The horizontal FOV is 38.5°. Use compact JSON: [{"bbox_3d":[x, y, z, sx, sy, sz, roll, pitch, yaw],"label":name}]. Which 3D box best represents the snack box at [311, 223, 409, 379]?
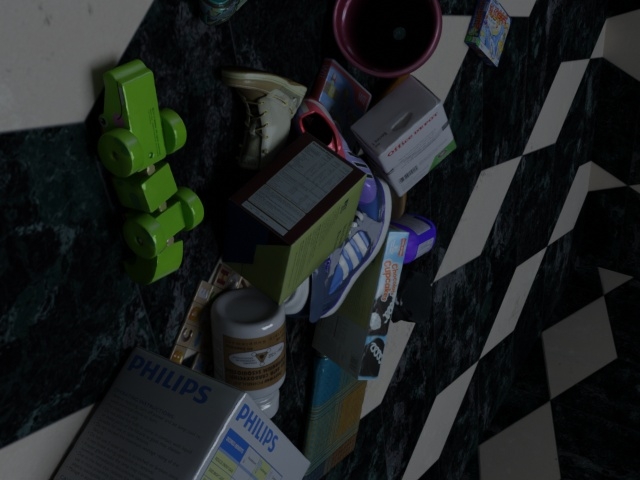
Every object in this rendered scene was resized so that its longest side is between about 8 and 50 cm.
[{"bbox_3d":[0.080,0.109,1.930,0.060,0.187,0.321,2,106,-34],"label":"snack box"}]

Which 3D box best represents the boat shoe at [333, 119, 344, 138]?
[{"bbox_3d":[0.029,-0.197,1.772,0.035,0.035,0.100,-85,164,-45],"label":"boat shoe"}]

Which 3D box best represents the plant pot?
[{"bbox_3d":[0.135,-0.406,1.743,0.180,0.202,0.201,-26,130,-76],"label":"plant pot"}]

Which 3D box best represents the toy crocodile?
[{"bbox_3d":[-0.252,-0.088,1.297,0.115,0.105,0.340,-43,137,-43],"label":"toy crocodile"}]

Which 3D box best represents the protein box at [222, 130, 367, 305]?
[{"bbox_3d":[-0.048,-0.037,1.567,0.201,0.136,0.199,-44,163,-30],"label":"protein box"}]

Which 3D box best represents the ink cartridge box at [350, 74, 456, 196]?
[{"bbox_3d":[0.165,-0.199,1.779,0.160,0.092,0.219,-41,156,-1],"label":"ink cartridge box"}]

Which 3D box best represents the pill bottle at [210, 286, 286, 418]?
[{"bbox_3d":[-0.127,0.211,1.642,0.131,0.131,0.229,-40,139,-47],"label":"pill bottle"}]

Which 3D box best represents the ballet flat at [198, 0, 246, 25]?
[{"bbox_3d":[-0.127,-0.388,1.395,0.188,0.070,0.070,-49,145,-36],"label":"ballet flat"}]

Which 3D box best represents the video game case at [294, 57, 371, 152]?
[{"bbox_3d":[0.010,-0.189,1.799,0.204,0.025,0.285,26,82,-63],"label":"video game case"}]

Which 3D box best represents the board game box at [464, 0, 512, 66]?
[{"bbox_3d":[0.438,-0.546,2.381,0.201,0.035,0.136,13,94,-63],"label":"board game box"}]

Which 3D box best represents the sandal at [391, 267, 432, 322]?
[{"bbox_3d":[0.190,0.125,2.202,0.446,0.107,0.167,5,86,-60],"label":"sandal"}]

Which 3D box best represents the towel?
[{"bbox_3d":[0.037,0.389,2.187,0.271,0.040,0.370,-22,126,-57],"label":"towel"}]

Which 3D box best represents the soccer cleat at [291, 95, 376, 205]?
[{"bbox_3d":[0.025,-0.154,1.676,0.248,0.083,0.095,56,8,-23],"label":"soccer cleat"}]

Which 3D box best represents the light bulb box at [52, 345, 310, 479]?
[{"bbox_3d":[-0.235,0.422,1.475,0.361,0.225,0.358,-60,151,-20],"label":"light bulb box"}]

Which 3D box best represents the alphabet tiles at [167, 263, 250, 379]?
[{"bbox_3d":[-0.195,0.166,1.643,0.198,0.009,0.237,36,75,-62],"label":"alphabet tiles"}]

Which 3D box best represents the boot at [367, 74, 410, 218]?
[{"bbox_3d":[0.174,-0.210,2.011,0.211,0.104,0.295,-57,148,-31],"label":"boot"}]

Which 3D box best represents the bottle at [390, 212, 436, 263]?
[{"bbox_3d":[0.173,0.003,2.095,0.283,0.118,0.092,-24,128,-64],"label":"bottle"}]

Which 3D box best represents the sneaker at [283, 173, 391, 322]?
[{"bbox_3d":[-0.001,0.000,1.745,0.236,0.130,0.322,20,98,-58],"label":"sneaker"}]

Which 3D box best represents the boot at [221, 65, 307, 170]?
[{"bbox_3d":[-0.107,-0.198,1.520,0.213,0.077,0.165,2,106,-63],"label":"boot"}]
